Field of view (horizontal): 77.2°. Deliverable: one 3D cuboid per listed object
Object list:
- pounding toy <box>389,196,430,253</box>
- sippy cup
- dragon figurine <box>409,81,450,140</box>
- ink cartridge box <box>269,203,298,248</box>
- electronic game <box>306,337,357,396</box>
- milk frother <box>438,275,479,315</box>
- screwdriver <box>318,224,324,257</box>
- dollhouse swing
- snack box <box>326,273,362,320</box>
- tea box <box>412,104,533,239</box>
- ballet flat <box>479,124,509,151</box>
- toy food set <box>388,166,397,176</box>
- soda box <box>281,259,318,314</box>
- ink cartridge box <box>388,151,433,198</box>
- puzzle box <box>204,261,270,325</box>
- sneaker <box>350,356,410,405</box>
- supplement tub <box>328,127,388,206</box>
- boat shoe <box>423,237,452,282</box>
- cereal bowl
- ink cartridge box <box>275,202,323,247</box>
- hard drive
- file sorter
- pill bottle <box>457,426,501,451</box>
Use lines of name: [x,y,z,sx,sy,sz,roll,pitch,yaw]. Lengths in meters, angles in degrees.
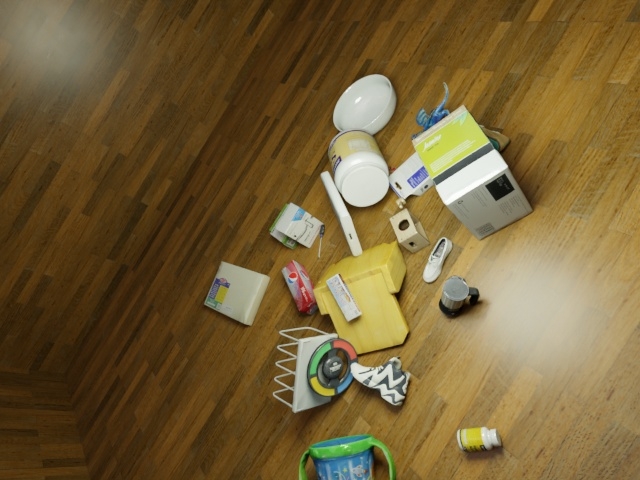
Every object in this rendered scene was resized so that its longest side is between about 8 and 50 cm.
pounding toy: [0.332,-0.075,1.622,0.094,0.181,0.206,-33,51,24]
sippy cup: [0.089,0.807,1.371,0.305,0.240,0.224,-37,56,51]
dragon figurine: [0.470,-0.519,1.719,0.144,0.289,0.085,-14,54,-10]
ink cartridge box: [-0.190,-0.096,2.133,0.255,0.097,0.189,33,92,44]
electronic game: [0.048,0.490,1.547,0.048,0.229,0.229,10,75,59]
milk frother: [0.474,0.170,1.412,0.129,0.135,0.143,-17,56,-4]
screwdriver: [0.000,0.000,1.975,0.024,0.025,0.170,-6,64,38]
dollhouse swing: [0.206,0.237,1.658,0.346,0.305,0.315,-24,14,30]
snack box: [0.090,0.220,1.556,0.064,0.022,0.178,-35,78,30]
tea box: [0.538,-0.232,1.426,0.220,0.329,0.324,-33,50,24]
ballet flat: [0.656,-0.423,1.616,0.073,0.080,0.232,-32,48,-12]
toy food set: [0.307,-0.317,1.878,0.122,0.019,0.078,-12,62,36]
soda box: [-0.090,0.219,1.892,0.083,0.092,0.263,-43,48,14]
ink cartridge box: [0.453,-0.317,1.726,0.332,0.065,0.165,-41,48,16]
puzzle box: [-0.467,0.280,2.208,0.408,0.052,0.272,12,77,43]
sneaker: [0.230,0.483,1.490,0.235,0.094,0.153,25,84,44]
supplement tub: [0.170,-0.331,1.807,0.241,0.241,0.331,-36,37,21]
boat shoe: [0.444,0.073,1.535,0.066,0.063,0.184,35,93,44]
cereal bowl: [0.238,-0.653,2.021,0.339,0.141,0.339,-18,59,32]
ink cartridge box: [-0.099,-0.072,1.970,0.086,0.203,0.148,29,89,42]
hard drive: [0.090,-0.124,1.778,0.047,0.233,0.353,-22,41,2]
file sorter: [-0.070,0.503,1.613,0.173,0.192,0.278,9,94,46]
pill bottle: [0.487,0.609,1.228,0.116,0.065,0.065,-24,55,30]
